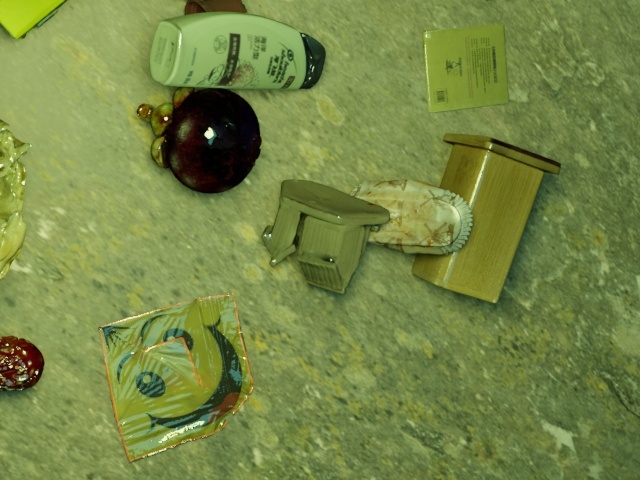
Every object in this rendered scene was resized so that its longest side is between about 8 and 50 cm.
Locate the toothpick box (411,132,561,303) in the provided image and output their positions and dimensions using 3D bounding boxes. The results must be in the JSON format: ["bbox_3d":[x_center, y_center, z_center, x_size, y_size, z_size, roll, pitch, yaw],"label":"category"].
[{"bbox_3d":[0.322,-0.046,1.973,0.187,0.190,0.308,17,94,-24],"label":"toothpick box"}]

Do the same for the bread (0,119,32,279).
[{"bbox_3d":[-0.591,-0.073,1.562,0.314,0.370,0.191,-58,149,-2],"label":"bread"}]

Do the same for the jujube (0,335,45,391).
[{"bbox_3d":[-0.571,0.210,1.701,0.166,0.104,0.104,15,91,-12],"label":"jujube"}]

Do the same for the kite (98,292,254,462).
[{"bbox_3d":[-0.288,0.250,1.857,0.327,0.013,0.377,36,85,-20],"label":"kite"}]

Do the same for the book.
[{"bbox_3d":[0.304,-0.359,2.013,0.192,0.013,0.168,-9,100,-20],"label":"book"}]

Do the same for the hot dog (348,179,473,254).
[{"bbox_3d":[0.165,-0.048,1.891,0.075,0.268,0.144,-8,106,-64],"label":"hot dog"}]

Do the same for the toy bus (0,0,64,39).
[{"bbox_3d":[-0.447,-0.463,1.622,0.262,0.150,0.128,-39,108,2],"label":"toy bus"}]

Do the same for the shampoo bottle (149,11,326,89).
[{"bbox_3d":[-0.135,-0.338,1.730,0.359,0.078,0.134,-7,120,-46],"label":"shampoo bottle"}]

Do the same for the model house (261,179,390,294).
[{"bbox_3d":[-0.001,-0.004,1.858,0.229,0.122,0.188,19,101,17],"label":"model house"}]

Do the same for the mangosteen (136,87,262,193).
[{"bbox_3d":[-0.222,-0.189,1.752,0.231,0.194,0.194,17,90,5],"label":"mangosteen"}]

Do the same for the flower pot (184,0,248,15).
[{"bbox_3d":[-0.183,-0.405,1.777,0.089,0.111,0.111,-30,106,-27],"label":"flower pot"}]
